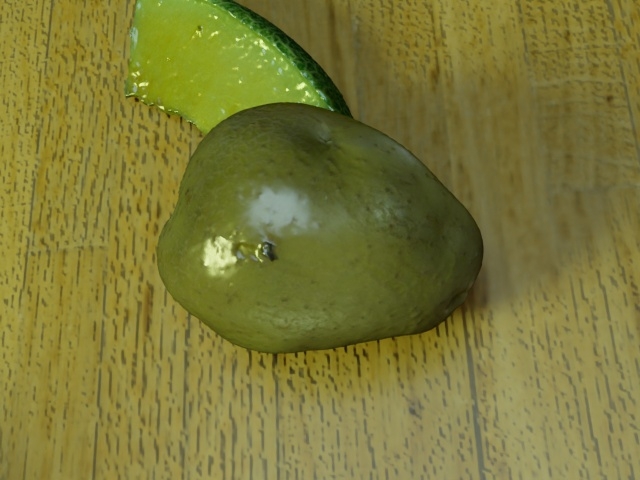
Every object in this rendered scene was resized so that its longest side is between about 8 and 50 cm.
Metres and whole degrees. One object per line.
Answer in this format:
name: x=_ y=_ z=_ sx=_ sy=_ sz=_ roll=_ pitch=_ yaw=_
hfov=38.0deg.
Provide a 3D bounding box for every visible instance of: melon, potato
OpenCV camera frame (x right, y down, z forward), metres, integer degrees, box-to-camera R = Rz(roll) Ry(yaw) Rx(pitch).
melon: x=-0.058 y=-0.110 z=0.675 sx=0.261 sy=0.053 sz=0.114 roll=39 pitch=86 yaw=24
potato: x=0.000 y=0.000 z=0.573 sx=0.194 sy=0.157 sz=0.157 roll=17 pitch=71 yaw=3
